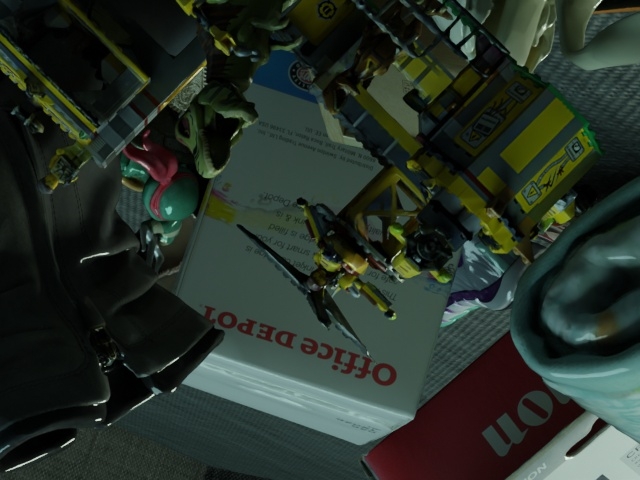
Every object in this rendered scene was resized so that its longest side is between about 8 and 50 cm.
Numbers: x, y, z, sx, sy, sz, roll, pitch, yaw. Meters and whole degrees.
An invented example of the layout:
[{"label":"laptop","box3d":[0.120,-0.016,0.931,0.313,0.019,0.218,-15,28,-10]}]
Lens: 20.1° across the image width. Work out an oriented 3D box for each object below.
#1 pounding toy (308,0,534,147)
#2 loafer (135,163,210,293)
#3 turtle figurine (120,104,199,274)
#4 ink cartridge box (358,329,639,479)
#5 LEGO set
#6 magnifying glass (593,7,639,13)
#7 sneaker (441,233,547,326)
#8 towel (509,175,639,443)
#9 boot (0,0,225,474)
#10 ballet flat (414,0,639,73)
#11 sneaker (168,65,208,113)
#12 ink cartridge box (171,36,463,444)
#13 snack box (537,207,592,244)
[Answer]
[{"label":"pounding toy","box3d":[0.057,-0.111,1.064,0.130,0.100,0.141,13,155,17]},{"label":"loafer","box3d":[-0.066,-0.026,1.490,0.130,0.134,0.366,48,145,-18]},{"label":"turtle figurine","box3d":[-0.145,-0.058,1.273,0.175,0.118,0.234,33,-166,-49]},{"label":"ink cartridge box","box3d":[0.198,0.115,1.262,0.130,0.309,0.272,53,-172,35]},{"label":"LEGO set","box3d":[-0.044,-0.067,0.866,0.331,0.192,0.255,45,176,-12]},{"label":"magnifying glass","box3d":[0.221,-0.130,0.896,0.231,0.026,0.092,5,161,44]},{"label":"sneaker","box3d":[0.109,0.010,1.512,0.098,0.083,0.224,45,158,-9]},{"label":"towel","box3d":[0.311,0.012,0.841,0.374,0.090,0.320,-28,146,19]},{"label":"boot","box3d":[-0.129,-0.015,1.013,0.222,0.338,0.118,48,137,4]},{"label":"ballet flat","box3d":[0.112,-0.131,0.876,0.095,0.096,0.280,27,164,-36]},{"label":"sneaker","box3d":[-0.072,-0.145,1.183,0.042,0.067,0.118,21,136,-3]},{"label":"ink cartridge box","box3d":[0.000,0.000,1.230,0.171,0.232,0.168,19,166,-4]},{"label":"snack box","box3d":[0.225,0.003,1.403,0.178,0.022,0.064,24,163,-22]}]
